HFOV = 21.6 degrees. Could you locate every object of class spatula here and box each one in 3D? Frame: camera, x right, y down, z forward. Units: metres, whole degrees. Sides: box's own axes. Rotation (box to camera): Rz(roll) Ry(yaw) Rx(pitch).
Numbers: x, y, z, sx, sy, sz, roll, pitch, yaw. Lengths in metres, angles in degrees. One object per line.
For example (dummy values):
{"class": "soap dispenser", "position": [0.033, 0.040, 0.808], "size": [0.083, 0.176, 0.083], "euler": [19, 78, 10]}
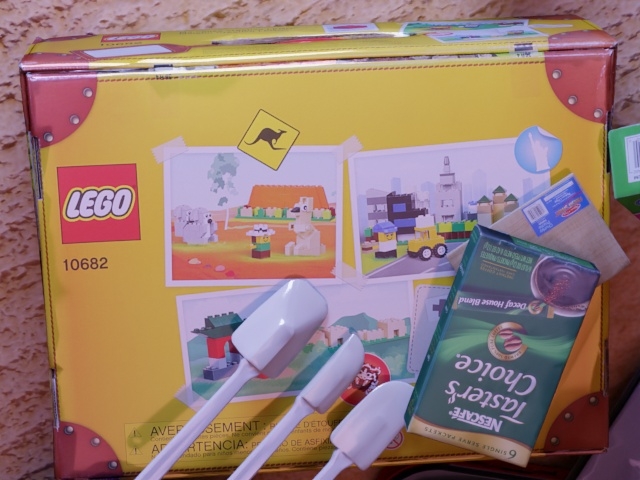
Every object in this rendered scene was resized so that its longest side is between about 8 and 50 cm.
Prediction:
{"class": "spatula", "position": [-0.046, 0.169, 1.417], "size": [0.242, 0.019, 0.168], "euler": [-47, 109, -4]}

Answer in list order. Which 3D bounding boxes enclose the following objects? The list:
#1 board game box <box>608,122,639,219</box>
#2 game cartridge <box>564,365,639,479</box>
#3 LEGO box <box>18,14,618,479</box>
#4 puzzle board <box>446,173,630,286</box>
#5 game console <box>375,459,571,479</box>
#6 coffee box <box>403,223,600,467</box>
{"class": "board game box", "position": [0.420, -0.039, 1.451], "size": [0.242, 0.064, 0.316], "euler": [-13, 156, 29]}
{"class": "game cartridge", "position": [0.347, 0.287, 1.659], "size": [0.230, 0.068, 0.355], "euler": [34, 87, 0]}
{"class": "LEGO box", "position": [0.000, 0.000, 1.506], "size": [0.500, 0.193, 0.373], "euler": [-2, 105, -4]}
{"class": "puzzle board", "position": [0.184, 0.016, 1.418], "size": [0.128, 0.011, 0.096], "euler": [-33, 104, 4]}
{"class": "game console", "position": [0.215, 0.390, 1.762], "size": [0.386, 0.060, 0.342], "euler": [10, 109, -8]}
{"class": "coffee box", "position": [0.151, 0.090, 1.407], "size": [0.113, 0.040, 0.184], "euler": [19, 103, -7]}
